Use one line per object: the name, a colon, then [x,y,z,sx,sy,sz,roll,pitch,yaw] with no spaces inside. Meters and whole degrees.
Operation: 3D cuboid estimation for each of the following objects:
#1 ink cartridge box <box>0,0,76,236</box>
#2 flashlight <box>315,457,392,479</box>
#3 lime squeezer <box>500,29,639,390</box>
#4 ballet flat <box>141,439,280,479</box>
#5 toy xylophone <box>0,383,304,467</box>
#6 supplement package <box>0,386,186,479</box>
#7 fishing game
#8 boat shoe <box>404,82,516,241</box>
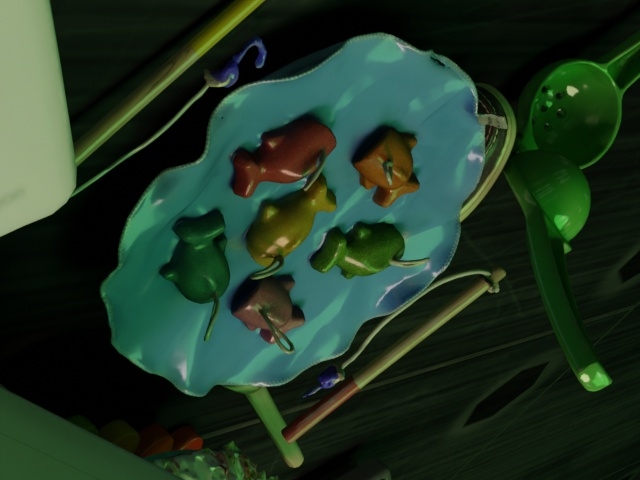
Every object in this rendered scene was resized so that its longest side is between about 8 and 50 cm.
ink cartridge box: [-0.201,-0.096,0.174,0.308,0.091,0.385,-27,141,-23]
flashlight: [-0.071,0.275,1.141,0.304,0.103,0.103,-25,-176,-30]
lime squeezer: [0.135,-0.038,0.731,0.310,0.110,0.059,-59,139,-38]
ballet flat: [-0.041,0.146,0.717,0.091,0.077,0.241,-52,161,2]
toy xylophone: [-0.119,0.149,0.794,0.236,0.081,0.322,-44,161,-17]
supplement package: [-0.159,0.151,0.485,0.204,0.145,0.262,-27,146,17]
fishing game: [0.000,0.000,0.635,0.189,0.041,0.264,-38,144,-2]
boat shoe: [0.026,-0.016,0.710,0.152,0.056,0.049,-44,164,19]
